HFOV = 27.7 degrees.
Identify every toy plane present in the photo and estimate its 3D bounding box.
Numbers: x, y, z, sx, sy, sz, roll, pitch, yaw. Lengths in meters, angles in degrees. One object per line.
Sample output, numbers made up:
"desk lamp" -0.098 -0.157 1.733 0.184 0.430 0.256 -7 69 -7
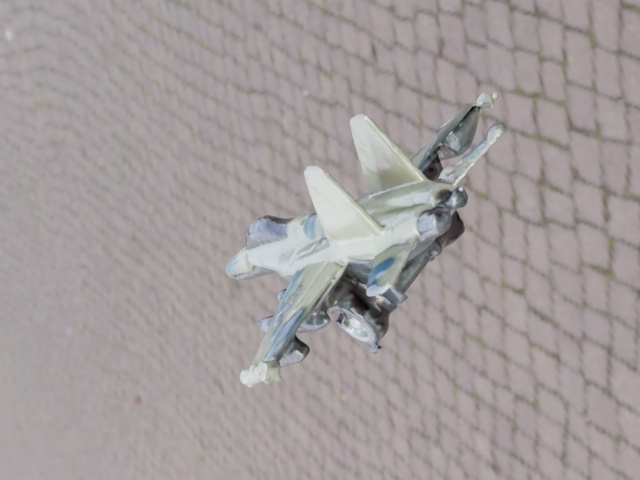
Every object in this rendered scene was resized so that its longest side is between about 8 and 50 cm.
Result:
"toy plane" 0.008 0.008 0.675 0.088 0.192 0.262 42 158 -4
